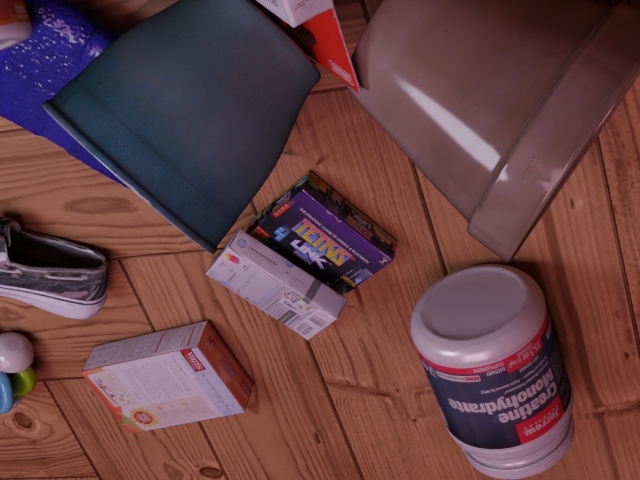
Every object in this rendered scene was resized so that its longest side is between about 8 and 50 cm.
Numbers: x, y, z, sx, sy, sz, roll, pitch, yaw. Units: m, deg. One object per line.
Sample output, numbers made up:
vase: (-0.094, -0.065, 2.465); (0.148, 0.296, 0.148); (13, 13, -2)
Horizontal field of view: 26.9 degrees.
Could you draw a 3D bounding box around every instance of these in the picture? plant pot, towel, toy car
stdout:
plant pot: (-0.148, -0.167, 1.613); (0.271, 0.271, 0.255); (41, 89, -19)
plant pot: (0.192, -0.180, 1.547); (0.280, 0.323, 0.323); (33, 133, 8)
towel: (-0.298, -0.199, 1.808); (0.308, 0.076, 0.227); (31, 135, -9)
toy car: (-0.565, 0.223, 2.206); (0.182, 0.136, 0.159); (23, 132, -4)

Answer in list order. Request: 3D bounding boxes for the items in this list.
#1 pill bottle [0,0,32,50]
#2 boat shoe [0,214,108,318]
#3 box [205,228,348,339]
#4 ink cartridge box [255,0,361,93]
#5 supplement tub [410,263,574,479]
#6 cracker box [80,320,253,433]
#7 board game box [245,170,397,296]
pill bottle: (-0.443, -0.339, 1.649); (0.121, 0.121, 0.216); (-15, 95, 27)
boat shoe: (-0.480, 0.016, 2.032); (0.335, 0.121, 0.119); (14, 126, -10)
box: (-0.066, 0.067, 1.944); (0.186, 0.038, 0.145); (32, 156, -6)
ink cartridge box: (-0.067, -0.301, 1.533); (0.060, 0.275, 0.239); (-28, 127, -13)
supplement tub: (0.250, 0.187, 1.899); (0.191, 0.191, 0.272); (-7, 127, 22)
cracker box: (-0.246, 0.223, 2.160); (0.232, 0.067, 0.155); (-13, 126, 27)
board game box: (0.000, 0.000, 1.907); (0.170, 0.048, 0.141); (38, 131, -17)
